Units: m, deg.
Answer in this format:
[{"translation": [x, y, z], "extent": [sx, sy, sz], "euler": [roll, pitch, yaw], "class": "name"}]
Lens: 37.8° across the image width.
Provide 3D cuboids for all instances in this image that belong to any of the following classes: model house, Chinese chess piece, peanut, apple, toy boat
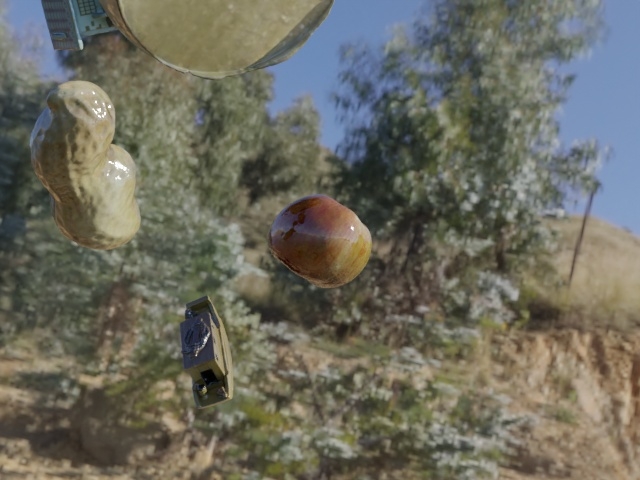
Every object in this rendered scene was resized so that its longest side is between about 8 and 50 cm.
[{"translation": [-0.374, -0.454, 1.587], "extent": [0.215, 0.224, 0.198], "euler": [-14, 25, -14], "class": "model house"}, {"translation": [-0.127, -0.372, 1.189], "extent": [0.338, 0.338, 0.140], "euler": [28, 23, -45], "class": "Chinese chess piece"}, {"translation": [-0.252, -0.076, 1.002], "extent": [0.085, 0.104, 0.228], "euler": [52, -19, 35], "class": "peanut"}, {"translation": [-0.003, -0.002, 1.148], "extent": [0.126, 0.102, 0.126], "euler": [34, -2, 2], "class": "apple"}, {"translation": [-0.158, 0.146, 1.277], "extent": [0.057, 0.200, 0.077], "euler": [-22, -53, 4], "class": "toy boat"}]
